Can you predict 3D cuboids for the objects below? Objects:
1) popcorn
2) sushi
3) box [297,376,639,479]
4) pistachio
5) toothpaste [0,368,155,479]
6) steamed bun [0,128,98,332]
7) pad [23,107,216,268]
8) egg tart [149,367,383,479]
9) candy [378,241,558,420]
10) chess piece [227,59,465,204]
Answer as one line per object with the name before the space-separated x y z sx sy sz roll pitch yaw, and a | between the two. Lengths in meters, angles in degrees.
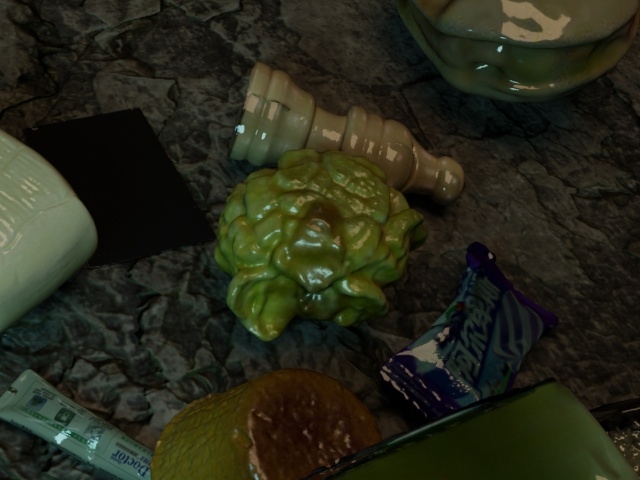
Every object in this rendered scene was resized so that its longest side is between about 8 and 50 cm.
popcorn | -0.002 0.009 1.262 0.235 0.181 0.217 14 48 2
sushi | 0.279 0.244 1.189 0.273 0.134 0.109 -10 80 -34
box | 0.001 0.314 0.820 0.373 0.420 0.138 -16 57 -31
pistachio | 0.285 -0.380 1.641 0.365 0.281 0.445 2 47 5
toothpaste | -0.225 0.200 1.118 0.218 0.041 0.064 27 52 13
steamed bun | -0.381 -0.014 1.181 0.250 0.155 0.200 37 51 8
pad | -0.250 -0.071 1.379 0.163 0.004 0.243 -14 54 -28
egg tart | -0.046 0.219 1.060 0.215 0.171 0.215 16 51 -22
candy | 0.182 0.116 1.304 0.145 0.070 0.275 37 46 6
chess piece | 0.041 -0.124 1.456 0.307 0.124 0.139 18 14 -6
